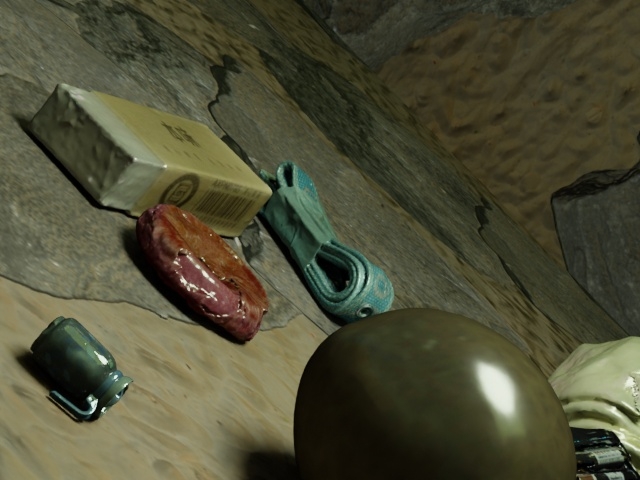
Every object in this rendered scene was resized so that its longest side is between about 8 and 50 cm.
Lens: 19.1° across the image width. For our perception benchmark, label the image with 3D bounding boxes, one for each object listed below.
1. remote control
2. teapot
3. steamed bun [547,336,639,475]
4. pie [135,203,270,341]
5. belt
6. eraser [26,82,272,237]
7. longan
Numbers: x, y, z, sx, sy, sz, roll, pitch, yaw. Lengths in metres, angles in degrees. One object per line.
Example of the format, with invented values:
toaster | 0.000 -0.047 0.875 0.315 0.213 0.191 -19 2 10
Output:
remote control | 0.217 0.258 2.004 0.398 0.062 0.145 -1 51 -50
teapot | -0.196 0.103 1.549 0.083 0.049 0.063 43 12 4
steamed bun | 0.370 0.273 2.278 0.320 0.206 0.275 27 -42 39
pie | -0.127 0.032 2.023 0.182 0.049 0.182 44 12 -12
belt | 0.000 0.000 2.437 0.072 0.087 0.302 26 19 -41
eraser | -0.190 -0.090 2.190 0.144 0.078 0.343 45 12 20
longan | 0.109 0.198 1.717 0.300 0.243 0.300 55 13 -20
